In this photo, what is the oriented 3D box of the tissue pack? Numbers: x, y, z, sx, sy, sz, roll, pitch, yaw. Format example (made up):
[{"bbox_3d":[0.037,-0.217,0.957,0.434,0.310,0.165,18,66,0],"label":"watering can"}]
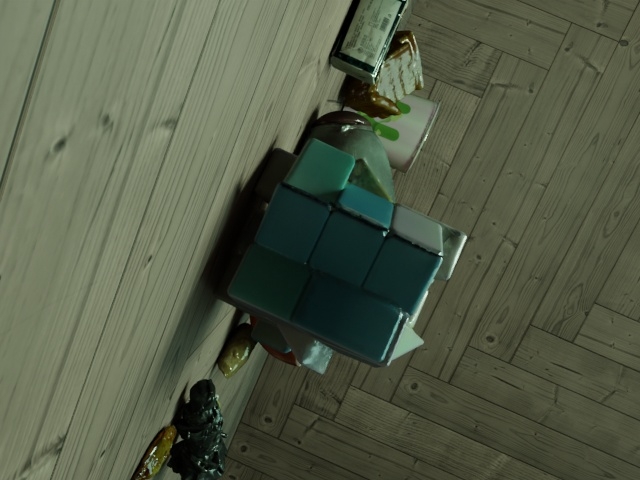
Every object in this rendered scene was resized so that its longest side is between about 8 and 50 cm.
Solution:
[{"bbox_3d":[0.097,-0.413,1.332,0.090,0.103,0.170,-173,-73,-88],"label":"tissue pack"}]

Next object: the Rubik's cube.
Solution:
[{"bbox_3d":[0.037,0.045,1.138,0.358,0.387,0.368,-63,179,-11],"label":"Rubik's cube"}]

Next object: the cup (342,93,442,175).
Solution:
[{"bbox_3d":[0.201,-0.364,2.050,0.253,0.274,0.253,25,90,-88],"label":"cup"}]

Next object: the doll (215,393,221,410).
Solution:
[{"bbox_3d":[-0.285,0.446,1.664,0.106,0.062,0.162,-59,175,-33],"label":"doll"}]

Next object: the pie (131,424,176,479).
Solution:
[{"bbox_3d":[-0.300,0.393,1.240,0.191,0.033,0.088,-13,122,-87],"label":"pie"}]

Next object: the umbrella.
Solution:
[{"bbox_3d":[-0.262,0.420,1.403,0.336,0.128,0.154,100,-3,-55],"label":"umbrella"}]

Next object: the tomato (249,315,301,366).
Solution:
[{"bbox_3d":[-0.095,0.150,1.685,0.338,0.144,0.338,6,90,-81],"label":"tomato"}]

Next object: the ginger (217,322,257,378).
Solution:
[{"bbox_3d":[-0.203,0.269,1.668,0.190,0.069,0.095,-60,168,-59],"label":"ginger"}]

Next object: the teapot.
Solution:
[{"bbox_3d":[0.052,-0.125,1.501,0.315,0.233,0.312,76,13,-87],"label":"teapot"}]

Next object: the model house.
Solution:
[{"bbox_3d":[0.149,-0.432,1.807,0.229,0.199,0.219,-39,123,-25],"label":"model house"}]
